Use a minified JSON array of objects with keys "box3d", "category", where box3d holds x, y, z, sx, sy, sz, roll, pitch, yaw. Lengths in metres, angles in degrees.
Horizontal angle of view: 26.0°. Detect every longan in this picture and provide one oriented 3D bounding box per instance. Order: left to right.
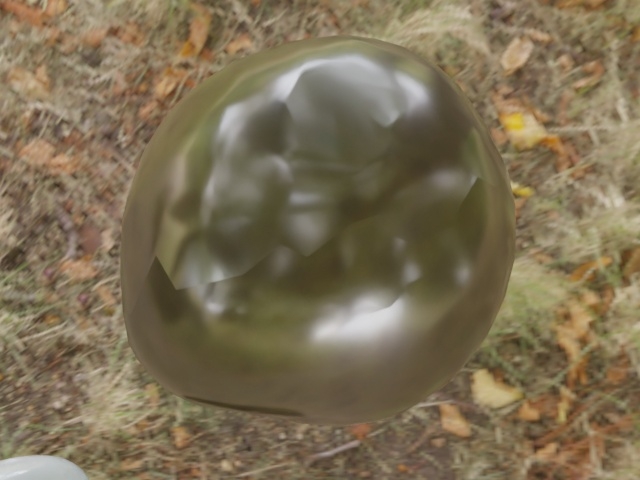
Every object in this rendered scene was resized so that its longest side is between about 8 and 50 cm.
[{"box3d":[0.000,0.000,1.240,0.336,0.404,0.404,40,67,16],"category":"longan"}]

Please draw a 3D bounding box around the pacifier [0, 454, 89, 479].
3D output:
[{"box3d":[-0.132,0.210,0.519,0.244,0.299,0.233,-25,92,-47],"category":"pacifier"}]
